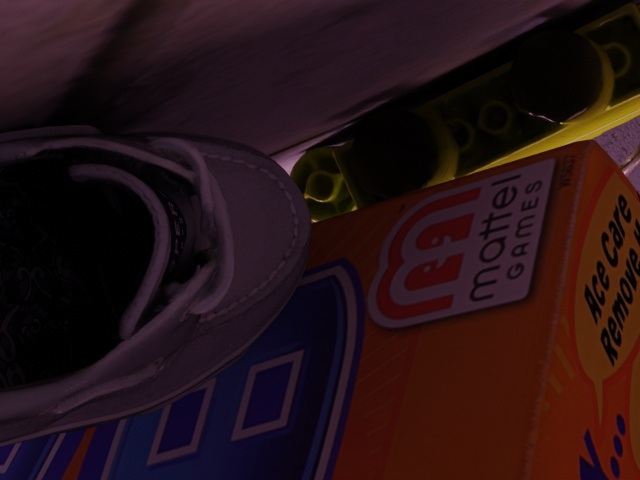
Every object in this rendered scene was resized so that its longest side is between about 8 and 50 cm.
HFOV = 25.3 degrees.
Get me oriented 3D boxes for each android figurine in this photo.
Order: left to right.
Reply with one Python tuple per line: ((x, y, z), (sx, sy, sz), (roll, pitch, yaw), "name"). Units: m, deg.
((0.109, -0.070, 0.767), (0.248, 0.056, 0.273), (-26, 178, 20), "android figurine")

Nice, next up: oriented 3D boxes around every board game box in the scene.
((0.005, 0.249, 0.501), (0.357, 0.356, 0.356), (-16, -138, 36), "board game box")

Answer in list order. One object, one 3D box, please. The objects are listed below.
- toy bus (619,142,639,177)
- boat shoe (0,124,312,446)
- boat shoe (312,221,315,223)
((0.269, -0.091, 0.707), (0.202, 0.104, 0.191), (-53, 170, 32), "toy bus")
((-0.063, 0.011, 0.356), (0.081, 0.079, 0.227), (-20, 179, 40), "boat shoe")
((0.000, 0.000, 1.181), (0.228, 0.068, 0.081), (-16, 179, 7), "boat shoe")
